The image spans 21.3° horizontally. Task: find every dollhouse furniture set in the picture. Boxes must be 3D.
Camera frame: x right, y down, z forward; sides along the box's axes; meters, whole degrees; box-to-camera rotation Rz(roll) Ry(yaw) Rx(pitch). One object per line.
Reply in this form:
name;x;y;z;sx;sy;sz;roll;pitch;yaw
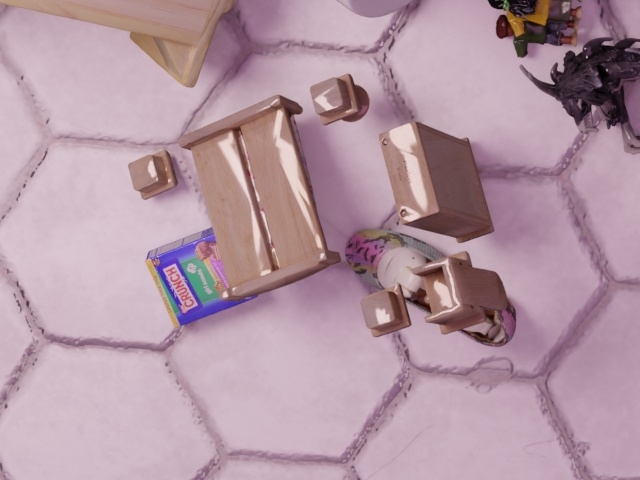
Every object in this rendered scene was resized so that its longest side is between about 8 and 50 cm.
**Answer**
dollhouse furniture set;0.000;0.000;1.926;0.355;0.174;0.303;-20;76;23

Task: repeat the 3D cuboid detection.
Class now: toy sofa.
toy sofa;-0.276;-0.291;1.764;0.362;0.150;0.177;7;112;-37

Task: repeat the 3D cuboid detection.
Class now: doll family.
doll family;0.235;-0.296;1.879;0.111;0.076;0.193;5;99;5

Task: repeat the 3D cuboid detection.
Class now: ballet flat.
ballet flat;0.131;0.056;1.965;0.221;0.079;0.077;30;104;-5

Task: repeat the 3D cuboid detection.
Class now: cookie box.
cookie box;-0.138;0.040;1.989;0.107;0.040;0.092;-21;103;8

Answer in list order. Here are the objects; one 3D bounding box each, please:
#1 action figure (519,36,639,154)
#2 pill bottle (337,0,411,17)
action figure;0.364;-0.160;1.865;0.276;0.164;0.141;-9;99;-2
pill bottle;-0.037;-0.387;1.713;0.361;0.204;0.204;41;105;28
